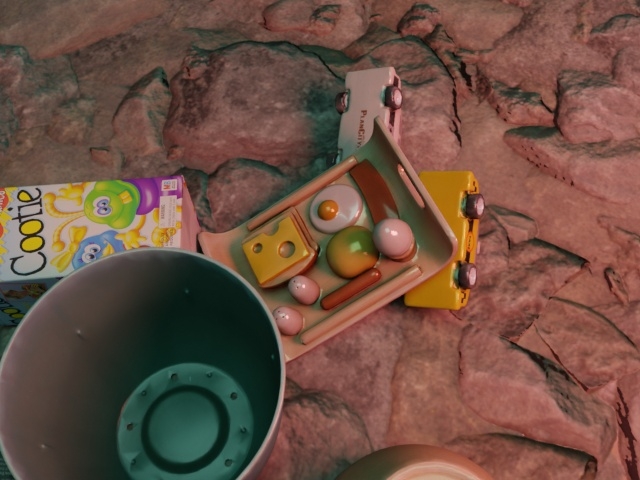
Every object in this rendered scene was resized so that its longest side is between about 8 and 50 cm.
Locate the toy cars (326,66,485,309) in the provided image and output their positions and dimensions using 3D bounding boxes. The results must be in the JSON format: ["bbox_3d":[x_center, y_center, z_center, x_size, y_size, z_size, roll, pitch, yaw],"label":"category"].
[{"bbox_3d":[0.126,-0.076,1.031,0.176,0.087,0.393,-41,61,20],"label":"toy cars"}]

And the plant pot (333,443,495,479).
[{"bbox_3d":[0.104,0.312,0.728,0.257,0.274,0.256,-1,62,1],"label":"plant pot"}]

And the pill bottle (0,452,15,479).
[{"bbox_3d":[-0.402,0.337,0.797,0.162,0.162,0.278,-14,62,-5],"label":"pill bottle"}]

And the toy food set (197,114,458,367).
[{"bbox_3d":[0.000,0.000,0.957,0.306,0.092,0.219,-32,64,8],"label":"toy food set"}]

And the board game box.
[{"bbox_3d":[-0.310,0.015,0.970,0.275,0.144,0.142,-4,62,-1],"label":"board game box"}]

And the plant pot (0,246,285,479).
[{"bbox_3d":[-0.177,0.188,0.825,0.293,0.235,0.293,-1,63,2],"label":"plant pot"}]
